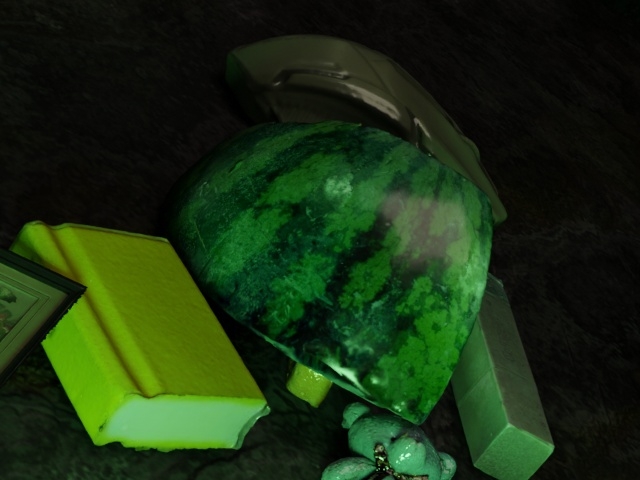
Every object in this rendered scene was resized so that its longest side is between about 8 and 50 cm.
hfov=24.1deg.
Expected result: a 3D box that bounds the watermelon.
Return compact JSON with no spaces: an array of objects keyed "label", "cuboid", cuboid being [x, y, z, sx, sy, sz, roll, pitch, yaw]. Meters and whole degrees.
[{"label":"watermelon","cuboid":[0.016,-0.017,1.463,0.292,0.222,0.319,33,12,-9]}]

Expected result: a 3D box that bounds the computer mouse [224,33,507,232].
[{"label":"computer mouse","cuboid":[0.078,-0.158,1.961,0.429,0.145,0.228,30,22,-16]}]

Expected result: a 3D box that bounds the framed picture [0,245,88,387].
[{"label":"framed picture","cuboid":[-0.301,0.042,1.146,0.195,0.010,0.199,25,30,3]}]

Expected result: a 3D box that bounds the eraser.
[{"label":"eraser","cuboid":[-0.162,0.079,1.274,0.158,0.069,0.226,8,36,-42]}]

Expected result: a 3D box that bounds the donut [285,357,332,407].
[{"label":"donut","cuboid":[-0.011,0.119,1.422,0.038,0.067,0.083,17,46,-9]}]

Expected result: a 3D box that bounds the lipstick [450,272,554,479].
[{"label":"lipstick","cuboid":[0.185,0.137,1.649,0.066,0.068,0.317,29,24,-20]}]

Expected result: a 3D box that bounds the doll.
[{"label":"doll","cuboid":[0.062,0.210,1.333,0.120,0.075,0.180,32,23,-2]}]
